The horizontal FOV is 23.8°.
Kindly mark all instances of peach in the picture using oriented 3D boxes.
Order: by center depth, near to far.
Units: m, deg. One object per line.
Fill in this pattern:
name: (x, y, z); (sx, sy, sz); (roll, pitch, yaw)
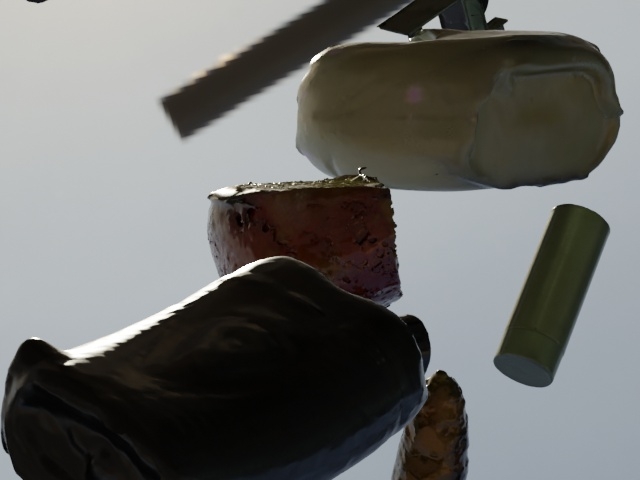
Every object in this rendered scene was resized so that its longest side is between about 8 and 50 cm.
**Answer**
peach: (0.002, 0.006, 0.938); (0.127, 0.092, 0.172); (-6, -172, -26)

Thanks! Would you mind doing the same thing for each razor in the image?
razor: (-0.033, 0.054, 0.515); (0.090, 0.054, 0.148); (26, -152, 29)

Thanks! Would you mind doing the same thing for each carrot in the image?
carrot: (0.065, 0.225, 1.001); (0.066, 0.314, 0.066); (6, -158, -3)

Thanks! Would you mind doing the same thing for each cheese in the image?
cheese: (0.117, -0.116, 1.293); (0.266, 0.127, 0.233); (-8, -166, -36)

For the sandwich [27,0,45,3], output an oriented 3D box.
sandwich: (-0.136, -0.174, 0.661); (0.074, 0.116, 0.074); (15, -137, -8)

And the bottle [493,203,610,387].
bottle: (0.256, 0.060, 1.679); (0.072, 0.072, 0.201); (9, -120, 30)

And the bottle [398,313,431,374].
bottle: (-0.005, 0.129, 1.590); (0.244, 0.082, 0.072); (-5, -142, -28)

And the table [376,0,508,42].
table: (0.155, -0.208, 1.653); (0.175, 0.146, 0.062); (-37, -144, -26)
